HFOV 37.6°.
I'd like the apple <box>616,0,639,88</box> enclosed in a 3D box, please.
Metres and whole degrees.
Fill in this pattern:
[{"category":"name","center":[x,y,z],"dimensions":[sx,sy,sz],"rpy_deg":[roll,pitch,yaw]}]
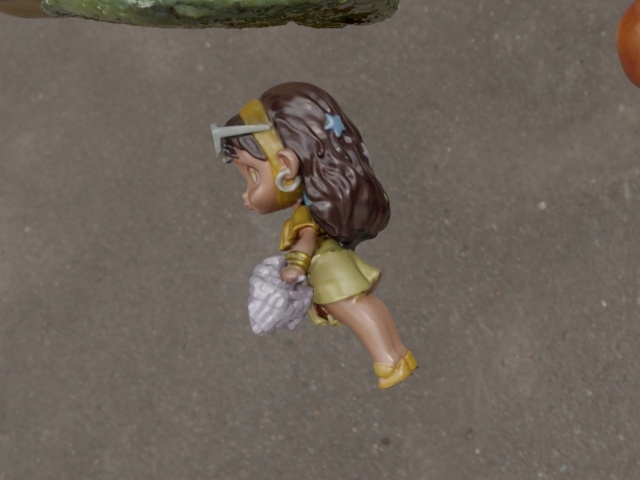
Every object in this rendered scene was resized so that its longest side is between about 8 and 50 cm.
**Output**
[{"category":"apple","center":[0.491,-0.277,1.298],"dimensions":[0.139,0.163,0.163],"rpy_deg":[1,61,53]}]

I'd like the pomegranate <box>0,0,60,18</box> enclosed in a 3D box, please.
[{"category":"pomegranate","center":[-0.188,-0.264,0.590],"dimensions":[0.260,0.260,0.260],"rpy_deg":[-18,52,25]}]

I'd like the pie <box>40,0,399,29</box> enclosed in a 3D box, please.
[{"category":"pie","center":[-0.049,-0.129,0.483],"dimensions":[0.187,0.187,0.041],"rpy_deg":[11,106,39]}]

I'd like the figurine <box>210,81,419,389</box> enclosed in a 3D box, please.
[{"category":"figurine","center":[0.000,-0.002,0.712],"dimensions":[0.116,0.175,0.240],"rpy_deg":[-16,86,6]}]
